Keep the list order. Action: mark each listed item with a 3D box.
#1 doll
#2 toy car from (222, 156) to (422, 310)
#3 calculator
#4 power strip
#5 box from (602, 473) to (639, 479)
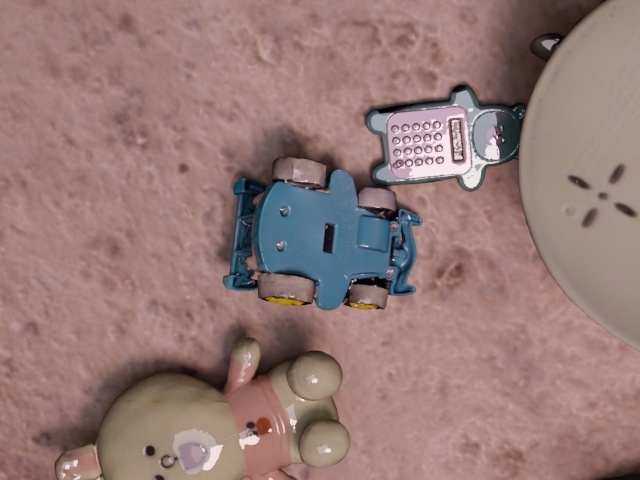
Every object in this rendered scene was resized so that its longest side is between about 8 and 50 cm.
[{"bbox_3d":[-0.094,0.179,1.394,0.275,0.113,0.154,-20,95,12],"label":"doll"},{"bbox_3d":[0.000,0.000,1.366,0.161,0.098,0.126,10,81,-32],"label":"toy car"},{"bbox_3d":[0.112,-0.087,1.365,0.141,0.019,0.094,-6,102,2],"label":"calculator"},{"bbox_3d":[0.329,-0.076,1.251,0.358,0.161,0.357,6,108,20],"label":"power strip"},{"bbox_3d":[0.402,0.272,1.280,0.373,0.367,0.090,-10,106,2],"label":"box"}]
